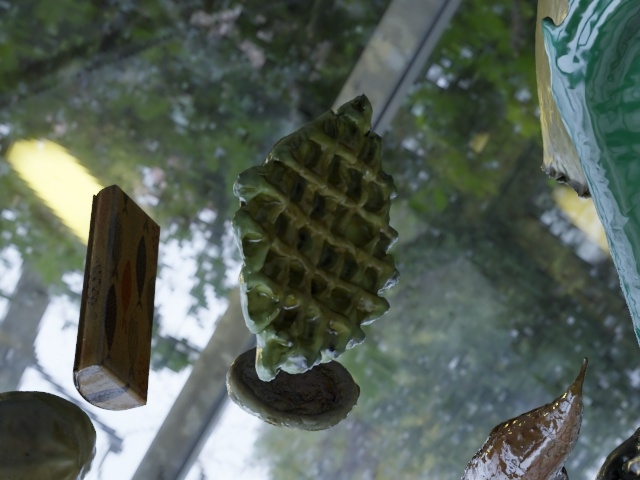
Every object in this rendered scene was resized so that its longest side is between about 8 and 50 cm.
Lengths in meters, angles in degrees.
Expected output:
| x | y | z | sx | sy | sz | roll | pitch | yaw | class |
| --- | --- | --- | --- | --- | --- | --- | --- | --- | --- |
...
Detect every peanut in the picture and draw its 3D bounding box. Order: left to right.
| x | y | z | sx | sy | sz | roll | pitch | yaw | class |
| --- | --- | --- | --- | --- | --- | --- | --- | --- | --- |
| -0.235 | 0.150 | 0.975 | 0.194 | 0.083 | 0.093 | -10 | -118 | -30 | peanut |

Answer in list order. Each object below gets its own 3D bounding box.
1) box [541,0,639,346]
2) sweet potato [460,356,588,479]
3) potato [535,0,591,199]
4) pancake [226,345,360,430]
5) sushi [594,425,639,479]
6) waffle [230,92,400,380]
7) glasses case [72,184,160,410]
| x | y | z | sx | sy | sz | roll | pitch | yaw | class |
| --- | --- | --- | --- | --- | --- | --- | --- | --- | --- |
| 0.271 | -0.062 | 0.575 | 0.106 | 0.336 | 0.264 | -78 | -30 | -51 | box |
| 0.092 | 0.116 | 0.718 | 0.056 | 0.195 | 0.056 | 6 | -131 | -7 | sweet potato |
| 0.349 | -0.202 | 1.118 | 0.385 | 0.319 | 0.442 | -6 | -166 | 2 | potato |
| -0.030 | 0.148 | 1.531 | 0.139 | 0.022 | 0.139 | 9 | -151 | -5 | pancake |
| 0.344 | 0.220 | 1.359 | 0.127 | 0.225 | 0.124 | 45 | -129 | -12 | sushi |
| -0.002 | 0.000 | 1.255 | 0.054 | 0.204 | 0.223 | 5 | -153 | 35 | waffle |
| -0.160 | 0.044 | 1.162 | 0.064 | 0.041 | 0.170 | 49 | -148 | -45 | glasses case |
